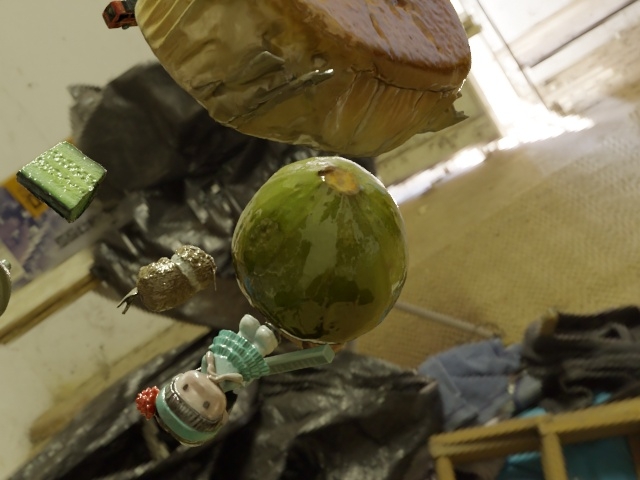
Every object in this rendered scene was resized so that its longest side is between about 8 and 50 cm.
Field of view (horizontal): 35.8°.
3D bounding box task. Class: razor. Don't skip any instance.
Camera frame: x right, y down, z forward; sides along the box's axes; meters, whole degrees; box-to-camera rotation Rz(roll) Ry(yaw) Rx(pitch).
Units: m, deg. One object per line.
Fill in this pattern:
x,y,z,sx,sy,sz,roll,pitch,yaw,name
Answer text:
-0.087,0.225,1.815,0.278,0.111,0.056,-12,30,44,razor

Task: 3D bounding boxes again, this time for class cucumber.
-0.410,-0.090,1.576,0.116,0.115,0.062,-47,-7,-47,cucumber

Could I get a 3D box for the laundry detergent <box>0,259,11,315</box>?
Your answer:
-0.667,0.110,1.878,0.091,0.181,0.253,14,36,13,laundry detergent

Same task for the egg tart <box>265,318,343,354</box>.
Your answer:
-0.015,0.143,2.143,0.171,0.215,0.215,20,49,35,egg tart

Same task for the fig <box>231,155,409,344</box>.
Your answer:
0.010,0.006,1.785,0.343,0.343,0.343,-31,15,9,fig

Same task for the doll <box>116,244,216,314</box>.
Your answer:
-0.320,0.086,2.041,0.221,0.105,0.115,-21,48,-9,doll

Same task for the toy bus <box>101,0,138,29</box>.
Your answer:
-0.263,-0.335,1.453,0.110,0.031,0.043,-17,-15,-38,toy bus

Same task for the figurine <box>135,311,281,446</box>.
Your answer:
-0.177,0.226,1.637,0.138,0.110,0.245,32,66,26,figurine

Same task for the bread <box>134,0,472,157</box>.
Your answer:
-0.002,-0.211,0.970,0.183,0.236,0.389,-49,-23,23,bread
